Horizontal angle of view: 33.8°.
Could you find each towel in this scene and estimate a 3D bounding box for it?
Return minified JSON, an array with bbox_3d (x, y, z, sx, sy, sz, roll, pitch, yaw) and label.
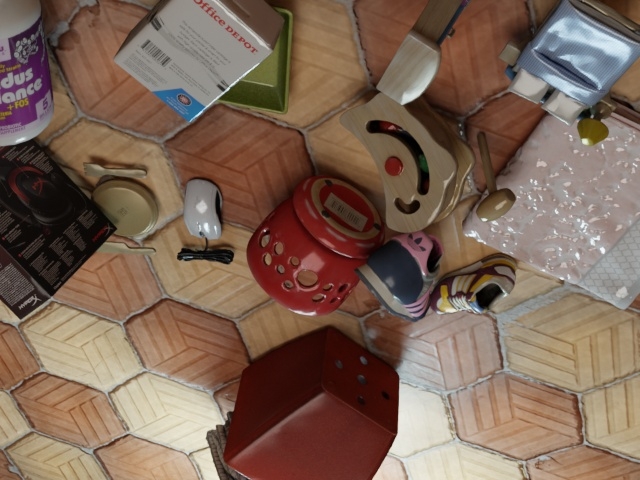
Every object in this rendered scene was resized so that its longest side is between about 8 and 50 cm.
[{"bbox_3d":[-0.090,0.457,2.144,0.235,0.283,0.121,31,96,-20],"label":"towel"},{"bbox_3d":[0.430,-0.054,1.628,0.317,0.053,0.332,26,134,-8],"label":"towel"}]

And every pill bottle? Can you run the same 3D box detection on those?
[{"bbox_3d":[-0.503,-0.304,1.594,0.169,0.169,0.301,11,136,7],"label":"pill bottle"}]

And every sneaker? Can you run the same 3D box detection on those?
[{"bbox_3d":[0.156,0.054,1.708,0.131,0.319,0.112,-43,78,7],"label":"sneaker"},{"bbox_3d":[0.253,0.093,1.800,0.069,0.084,0.185,38,132,-19],"label":"sneaker"}]

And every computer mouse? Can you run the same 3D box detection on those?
[{"bbox_3d":[-0.210,-0.026,1.860,0.106,0.042,0.193,9,135,10],"label":"computer mouse"}]

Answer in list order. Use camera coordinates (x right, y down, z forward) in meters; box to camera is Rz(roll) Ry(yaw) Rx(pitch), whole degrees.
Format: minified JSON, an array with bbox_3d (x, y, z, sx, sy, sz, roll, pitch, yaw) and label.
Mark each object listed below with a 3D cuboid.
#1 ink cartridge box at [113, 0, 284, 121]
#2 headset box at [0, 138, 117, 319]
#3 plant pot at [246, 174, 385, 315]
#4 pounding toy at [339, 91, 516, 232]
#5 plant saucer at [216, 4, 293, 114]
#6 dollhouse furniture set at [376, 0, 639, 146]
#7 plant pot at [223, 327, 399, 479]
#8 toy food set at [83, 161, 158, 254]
[{"bbox_3d":[-0.173,-0.286,1.501,0.148,0.086,0.203,40,130,-21],"label":"ink cartridge box"},{"bbox_3d":[-0.524,-0.049,1.786,0.110,0.218,0.293,-32,106,38],"label":"headset box"},{"bbox_3d":[0.000,0.000,1.724,0.191,0.191,0.174,31,124,-12],"label":"plant pot"},{"bbox_3d":[0.160,-0.110,1.594,0.269,0.155,0.154,50,123,12],"label":"pounding toy"},{"bbox_3d":[-0.131,-0.291,1.578,0.188,0.045,0.188,11,135,6],"label":"plant saucer"},{"bbox_3d":[0.274,-0.237,1.318,0.303,0.198,0.286,31,155,-1],"label":"dollhouse furniture set"},{"bbox_3d":[0.007,0.330,1.997,0.267,0.267,0.236,35,121,-17],"label":"plant pot"},{"bbox_3d":[-0.353,-0.062,1.880,0.132,0.038,0.192,5,127,4],"label":"toy food set"}]
